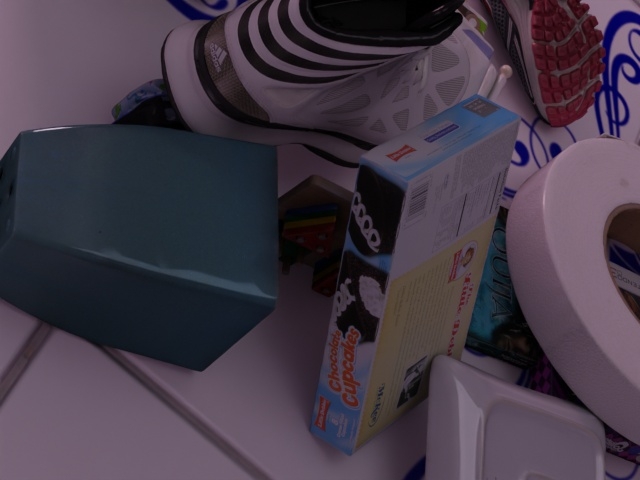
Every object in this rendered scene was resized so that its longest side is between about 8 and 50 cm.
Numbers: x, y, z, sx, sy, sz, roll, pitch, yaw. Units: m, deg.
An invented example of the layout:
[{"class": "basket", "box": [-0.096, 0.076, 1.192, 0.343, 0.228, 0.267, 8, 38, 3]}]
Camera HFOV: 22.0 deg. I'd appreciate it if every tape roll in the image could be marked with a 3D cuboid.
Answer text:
[{"class": "tape roll", "box": [0.376, 0.060, 1.885, 0.392, 0.072, 0.392, 23, 46, -27]}]

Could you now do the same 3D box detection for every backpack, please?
[{"class": "backpack", "box": [-0.141, -0.106, 1.598, 0.114, 0.105, 0.084, 7, 63, -39]}]

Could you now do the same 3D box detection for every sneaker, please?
[{"class": "sneaker", "box": [0.080, -0.185, 1.612, 0.447, 0.257, 0.169, -10, 82, -53]}, {"class": "sneaker", "box": [0.257, -0.283, 2.025, 0.121, 0.112, 0.299, -19, 92, -34]}]

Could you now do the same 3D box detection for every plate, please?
[{"class": "plate", "box": [0.209, 0.274, 1.661, 0.278, 0.045, 0.277, 22, 65, -40]}]

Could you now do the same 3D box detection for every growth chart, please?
[{"class": "growth chart", "box": [0.130, -0.230, 1.875, 0.237, 0.021, 0.172, 49, 56, -19]}]

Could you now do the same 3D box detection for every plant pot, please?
[{"class": "plant pot", "box": [-0.178, -0.005, 1.478, 0.234, 0.165, 0.165, 13, 59, -26]}]

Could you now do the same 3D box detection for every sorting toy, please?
[{"class": "sorting toy", "box": [0.000, 0.000, 1.635, 0.274, 0.132, 0.046, 26, 54, -26]}]

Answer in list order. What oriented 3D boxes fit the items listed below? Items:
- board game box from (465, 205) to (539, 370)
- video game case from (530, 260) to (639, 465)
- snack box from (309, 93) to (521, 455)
[{"class": "board game box", "box": [0.190, 0.041, 1.842, 0.126, 0.026, 0.186, 22, 54, -28]}, {"class": "video game case", "box": [0.331, 0.131, 1.896, 0.210, 0.042, 0.232, 24, 54, -27]}, {"class": "snack box", "box": [0.088, 0.035, 1.580, 0.060, 0.322, 0.187, 30, 38, 27]}]
